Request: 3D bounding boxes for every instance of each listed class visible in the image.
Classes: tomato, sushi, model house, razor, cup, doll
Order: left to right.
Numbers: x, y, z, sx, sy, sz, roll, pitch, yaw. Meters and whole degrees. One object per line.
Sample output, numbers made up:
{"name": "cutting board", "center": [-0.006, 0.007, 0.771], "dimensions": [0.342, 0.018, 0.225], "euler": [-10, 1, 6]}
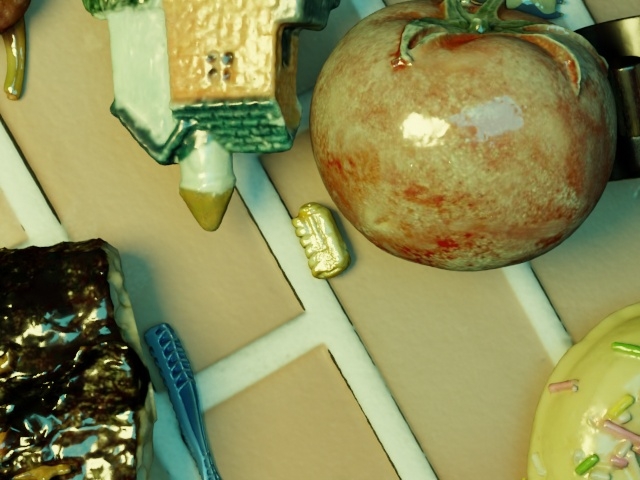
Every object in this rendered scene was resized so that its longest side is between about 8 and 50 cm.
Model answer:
{"name": "sushi", "center": [-0.267, 0.161, 1.268], "dimensions": [0.207, 0.234, 0.349], "euler": [-4, 70, -10]}
{"name": "razor", "center": [-0.131, 0.209, 1.395], "dimensions": [0.082, 0.042, 0.253], "euler": [-22, 89, -54]}
{"name": "model house", "center": [-0.113, -0.155, 1.337], "dimensions": [0.253, 0.184, 0.291], "euler": [2, 92, 16]}
{"name": "tomato", "center": [0.146, -0.119, 1.336], "dimensions": [0.316, 0.317, 0.283], "euler": [1, 115, -11]}
{"name": "doll", "center": [0.228, -0.285, 1.510], "dimensions": [0.125, 0.027, 0.037], "euler": [11, 76, -10]}
{"name": "cup", "center": [0.349, -0.157, 1.442], "dimensions": [0.239, 0.166, 0.177], "euler": [-9, 93, -41]}

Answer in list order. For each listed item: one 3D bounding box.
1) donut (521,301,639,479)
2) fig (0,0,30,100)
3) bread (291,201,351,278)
{"name": "donut", "center": [0.386, 0.241, 1.439], "dimensions": [0.307, 0.150, 0.371], "euler": [13, 84, -10]}
{"name": "fig", "center": [-0.360, -0.272, 1.344], "dimensions": [0.175, 0.207, 0.175], "euler": [-12, 61, 23]}
{"name": "bread", "center": [0.000, 0.000, 1.441], "dimensions": [0.049, 0.033, 0.088], "euler": [-25, 87, 2]}
